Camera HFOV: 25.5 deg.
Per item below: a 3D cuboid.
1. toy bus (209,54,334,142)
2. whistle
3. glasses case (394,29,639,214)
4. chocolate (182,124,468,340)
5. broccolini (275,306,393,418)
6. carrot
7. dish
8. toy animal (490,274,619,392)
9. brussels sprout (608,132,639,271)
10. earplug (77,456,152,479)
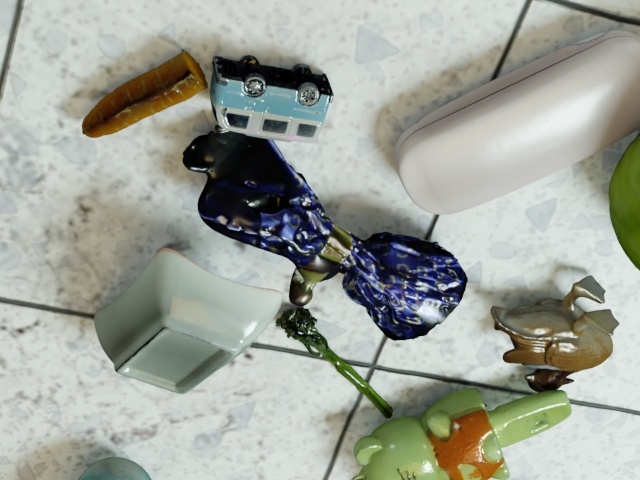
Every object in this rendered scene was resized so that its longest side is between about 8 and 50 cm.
[{"bbox_3d":[-0.056,-0.143,1.455,0.122,0.060,0.075,8,119,-15],"label":"toy bus"},{"bbox_3d":[0.169,0.249,1.726,0.288,0.106,0.131,-20,134,5],"label":"whistle"},{"bbox_3d":[0.221,-0.123,1.504,0.296,0.075,0.113,-24,126,9],"label":"glasses case"},{"bbox_3d":[-0.004,-0.003,1.519,0.343,0.126,0.148,30,90,-23],"label":"chocolate"},{"bbox_3d":[0.019,0.150,1.686,0.042,0.044,0.218,-41,127,0],"label":"broccolini"},{"bbox_3d":[-0.186,-0.146,1.444,0.139,0.048,0.048,-25,124,10],"label":"carrot"},{"bbox_3d":[-0.153,0.102,1.543,0.151,0.077,0.212,23,146,-21],"label":"dish"},{"bbox_3d":[0.261,0.121,1.676,0.188,0.089,0.179,12,136,-22],"label":"toy animal"},{"bbox_3d":[0.476,-0.033,1.496,0.344,0.344,0.268,16,96,-19],"label":"brussels sprout"},{"bbox_3d":[-0.270,0.408,1.738,0.185,0.185,0.324,4,116,-11],"label":"earplug"}]
